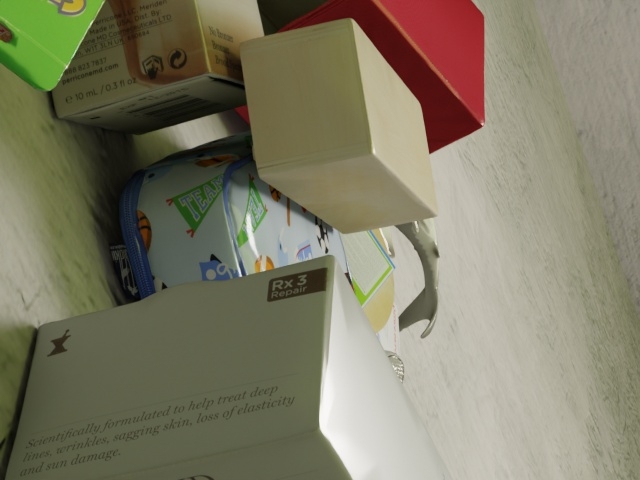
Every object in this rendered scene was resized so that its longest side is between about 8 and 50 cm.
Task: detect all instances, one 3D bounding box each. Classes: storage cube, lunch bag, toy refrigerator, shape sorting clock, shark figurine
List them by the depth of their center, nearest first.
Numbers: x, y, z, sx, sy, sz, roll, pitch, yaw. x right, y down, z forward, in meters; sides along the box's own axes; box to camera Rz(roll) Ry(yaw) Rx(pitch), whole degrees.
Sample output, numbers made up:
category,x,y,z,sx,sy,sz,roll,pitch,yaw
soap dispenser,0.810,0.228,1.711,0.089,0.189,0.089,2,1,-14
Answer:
category,x,y,z,sx,sy,sz,roll,pitch,yaw
toy refrigerator,0.017,-0.079,1.287,0.269,0.094,0.102,32,49,-75
lunch bag,-0.057,0.042,1.325,0.303,0.115,0.243,-42,119,-72
storage cube,0.030,-0.184,1.572,0.193,0.183,0.215,46,30,-28
shape sorting clock,0.000,0.000,1.592,0.206,0.040,0.206,40,33,-34
shark figurine,0.063,-0.028,1.795,0.166,0.116,0.278,-57,132,-21

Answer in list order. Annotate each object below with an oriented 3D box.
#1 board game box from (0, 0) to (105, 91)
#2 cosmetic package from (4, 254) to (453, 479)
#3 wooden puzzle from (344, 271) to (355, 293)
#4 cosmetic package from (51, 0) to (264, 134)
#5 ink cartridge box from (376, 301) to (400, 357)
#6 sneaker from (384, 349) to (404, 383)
category,x,y,z,sx,sy,sz,roll,pitch,yaw
board game box,-0.173,-0.225,1.086,0.124,0.039,0.259,38,57,-24
cosmetic package,-0.023,0.205,1.126,0.156,0.217,0.385,-87,154,-45
wooden puzzle,0.024,0.061,1.392,0.049,0.006,0.083,-76,154,-57
cosmetic package,-0.140,-0.240,1.250,0.153,0.129,0.296,0,76,-72
ink cartridge box,0.036,0.075,1.691,0.122,0.052,0.088,54,28,-47
sneaker,0.054,0.179,1.576,0.225,0.092,0.088,-68,141,-57
